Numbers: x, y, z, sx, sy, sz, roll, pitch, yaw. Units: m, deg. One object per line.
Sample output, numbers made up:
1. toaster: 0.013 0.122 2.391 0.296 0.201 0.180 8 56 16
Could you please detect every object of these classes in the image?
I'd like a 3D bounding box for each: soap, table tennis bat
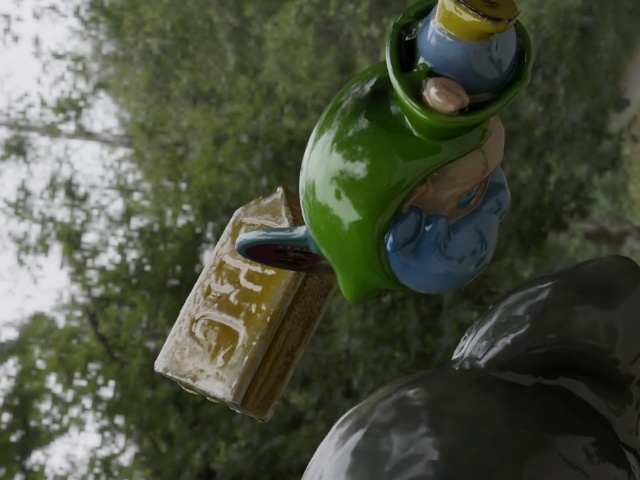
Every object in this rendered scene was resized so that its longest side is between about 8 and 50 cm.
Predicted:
1. soap: -0.072 0.066 1.424 0.080 0.160 0.257 38 -107 -44
2. table tennis bat: 0.000 0.000 1.123 0.244 0.153 0.040 114 160 -77

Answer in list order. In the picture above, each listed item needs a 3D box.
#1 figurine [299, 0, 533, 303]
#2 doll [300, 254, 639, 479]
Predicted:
1. figurine: 0.068 -0.071 0.802 0.263 0.143 0.162 107 -178 -48
2. doll: 0.077 0.207 0.526 0.252 0.382 0.379 55 170 -25
